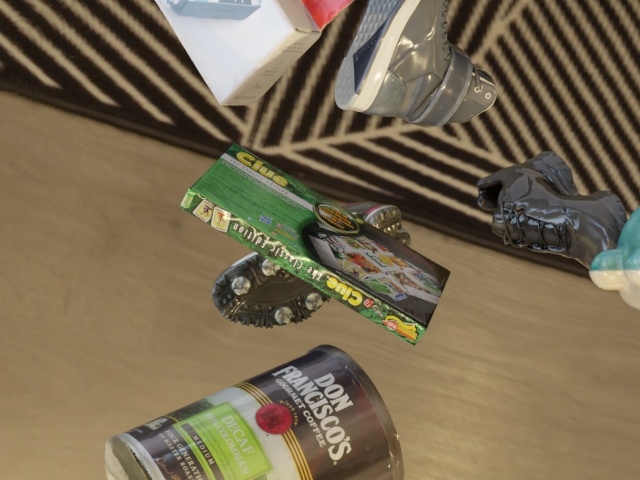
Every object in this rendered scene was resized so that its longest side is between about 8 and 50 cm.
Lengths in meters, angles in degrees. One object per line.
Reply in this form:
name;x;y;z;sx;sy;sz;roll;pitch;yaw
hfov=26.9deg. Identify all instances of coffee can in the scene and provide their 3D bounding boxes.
coffee can;-0.074;0.259;1.500;0.275;0.201;0.202;-22;103;-26

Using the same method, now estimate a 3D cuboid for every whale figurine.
whale figurine;0.394;0.005;1.433;0.216;0.272;0.141;-4;86;23

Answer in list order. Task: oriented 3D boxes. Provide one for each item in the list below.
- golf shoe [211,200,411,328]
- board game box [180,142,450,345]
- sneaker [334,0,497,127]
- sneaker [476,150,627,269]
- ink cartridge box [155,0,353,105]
golf shoe;-0.020;0.027;1.708;0.272;0.120;0.105;-21;115;-19
board game box;0.000;0.000;1.313;0.259;0.136;0.030;31;120;2
sneaker;0.130;-0.224;1.423;0.163;0.086;0.226;13;117;-25
sneaker;0.291;-0.021;1.693;0.130;0.286;0.109;-14;114;-14
ink cartridge box;-0.089;-0.350;1.544;0.261;0.066;0.296;-41;72;29
